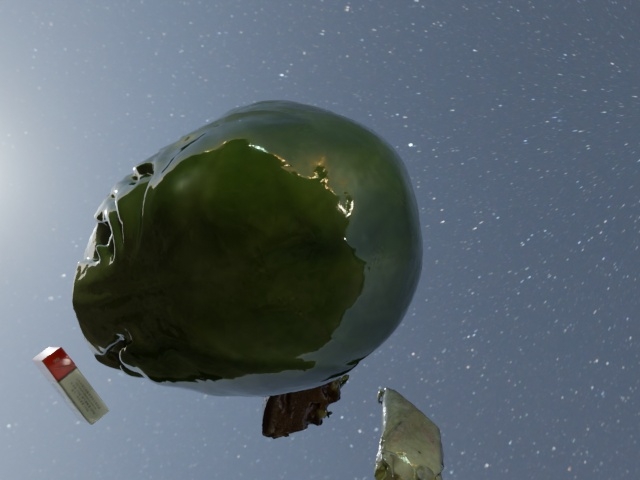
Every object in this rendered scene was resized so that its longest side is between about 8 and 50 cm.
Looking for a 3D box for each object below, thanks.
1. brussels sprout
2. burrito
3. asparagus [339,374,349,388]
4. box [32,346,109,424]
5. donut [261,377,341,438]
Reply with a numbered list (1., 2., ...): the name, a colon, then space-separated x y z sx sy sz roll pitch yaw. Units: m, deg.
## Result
1. brussels sprout: -0.074 0.018 0.531 0.355 0.289 0.281 -17 -71 8
2. burrito: 0.204 0.474 1.200 0.175 0.347 0.107 32 -76 -2
3. asparagus: 0.059 0.433 1.594 0.025 0.021 0.108 49 -45 18
4. box: -0.471 0.272 0.993 0.100 0.048 0.152 -16 -73 49
5. donut: -0.037 0.263 0.997 0.126 0.144 0.186 -140 -123 -70
